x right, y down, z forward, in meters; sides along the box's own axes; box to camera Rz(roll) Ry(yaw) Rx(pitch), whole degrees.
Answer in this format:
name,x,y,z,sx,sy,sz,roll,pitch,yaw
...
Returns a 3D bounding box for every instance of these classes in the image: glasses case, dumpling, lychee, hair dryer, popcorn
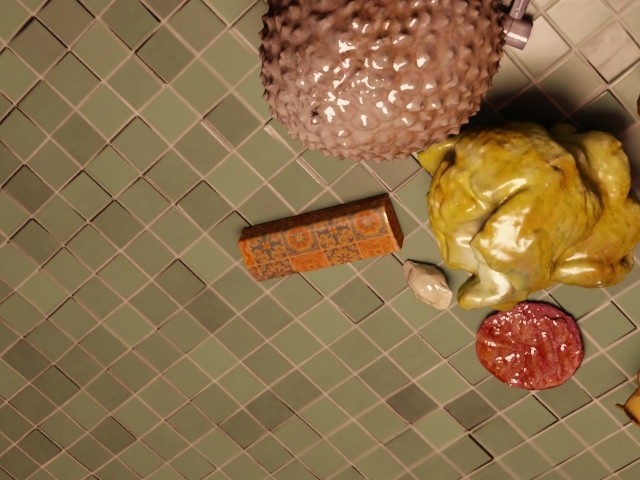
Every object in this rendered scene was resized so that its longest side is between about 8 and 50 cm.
name,x,y,z,sx,sy,sz,roll,pitch,yaw
glasses case,0.000,0.000,1.552,0.218,0.049,0.075,-13,115,18
dumpling,0.146,0.066,1.557,0.076,0.052,0.057,17,116,3
lychee,0.062,-0.232,1.284,0.300,0.300,0.300,5,120,9
hair dryer,0.238,-0.293,1.350,0.063,0.037,0.114,22,113,0
popcorn,0.262,-0.039,1.377,0.276,0.276,0.225,-15,80,19

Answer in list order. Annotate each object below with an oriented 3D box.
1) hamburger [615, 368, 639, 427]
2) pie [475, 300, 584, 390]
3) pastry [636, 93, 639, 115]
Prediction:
name,x,y,z,sx,sy,sz,roll,pitch,yaw
hamburger,0.554,0.224,1.450,0.276,0.276,0.237,41,98,-12
pie,0.297,0.153,1.586,0.154,0.036,0.154,6,120,10
pastry,0.449,-0.189,1.279,0.103,0.189,0.189,34,120,-6
